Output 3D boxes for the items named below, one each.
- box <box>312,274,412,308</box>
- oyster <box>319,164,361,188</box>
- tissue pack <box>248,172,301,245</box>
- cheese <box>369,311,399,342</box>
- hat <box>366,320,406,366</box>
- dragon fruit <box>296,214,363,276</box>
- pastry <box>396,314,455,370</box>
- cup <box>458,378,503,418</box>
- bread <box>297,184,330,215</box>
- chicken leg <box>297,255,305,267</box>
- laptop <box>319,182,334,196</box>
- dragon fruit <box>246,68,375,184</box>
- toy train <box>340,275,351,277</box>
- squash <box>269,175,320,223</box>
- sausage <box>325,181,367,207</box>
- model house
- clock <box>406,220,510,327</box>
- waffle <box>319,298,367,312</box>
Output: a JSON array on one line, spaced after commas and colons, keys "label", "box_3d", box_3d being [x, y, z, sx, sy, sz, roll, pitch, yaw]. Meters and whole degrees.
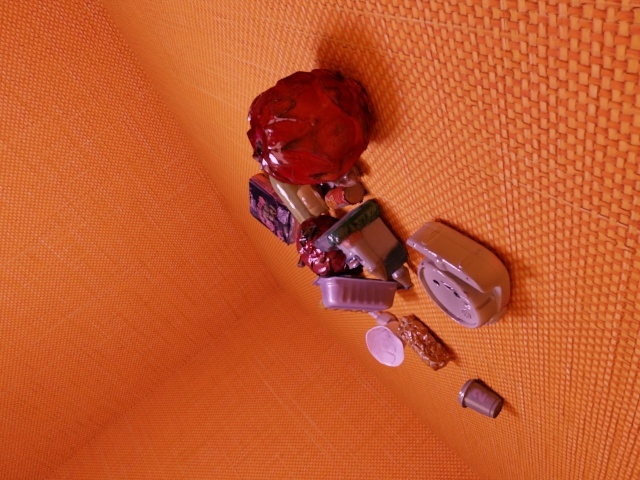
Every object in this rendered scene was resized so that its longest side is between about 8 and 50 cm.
[{"label": "box", "box_3d": [0.143, 0.206, 1.812, 0.264, 0.337, 0.106, 123, 150, -75]}, {"label": "oyster", "box_3d": [-0.020, -0.274, 1.423, 0.337, 0.133, 0.198, 45, -164, 3]}, {"label": "tissue pack", "box_3d": [-0.215, -0.158, 2.326, 0.332, 0.123, 0.245, 39, 140, 32]}, {"label": "cheese", "box_3d": [0.309, 0.399, 2.253, 0.163, 0.071, 0.249, 57, 164, -18]}, {"label": "hat", "box_3d": [0.306, 0.428, 2.075, 0.203, 0.126, 0.203, 18, 123, 31]}, {"label": "dragon fruit", "box_3d": [0.038, 0.036, 1.838, 0.299, 0.244, 0.244, 40, 167, -7]}, {"label": "pastry", "box_3d": [0.410, 0.409, 1.903, 0.250, 0.102, 0.154, 44, 167, 32]}, {"label": "cup", "box_3d": [0.596, 0.593, 1.784, 0.141, 0.120, 0.120, 27, 154, 40]}, {"label": "bread", "box_3d": [-0.019, -0.150, 1.768, 0.125, 0.086, 0.156, 55, -177, 3]}, {"label": "chicken leg", "box_3d": [-0.064, 0.033, 2.324, 0.080, 0.196, 0.125, 13, 162, -14]}, {"label": "laptop", "box_3d": [-0.011, -0.261, 1.700, 0.187, 0.015, 0.269, 50, 166, 5]}, {"label": "dragon fruit", "box_3d": [-0.028, -0.281, 1.201, 0.295, 0.302, 0.295, 48, 147, 45]}, {"label": "toy train", "box_3d": [0.064, 0.159, 2.243, 0.202, 0.131, 0.299, 60, 173, 21]}, {"label": "squash", "box_3d": [-0.078, -0.154, 1.957, 0.370, 0.118, 0.118, 55, 166, -8]}, {"label": "sausage", "box_3d": [0.073, -0.147, 1.619, 0.083, 0.083, 0.264, 53, 167, -9]}, {"label": "model house", "box_3d": [0.171, 0.057, 1.600, 0.325, 0.194, 0.267, 48, 166, -4]}, {"label": "clock", "box_3d": [0.371, 0.117, 1.277, 0.265, 0.109, 0.324, 36, 160, 44]}, {"label": "waffle", "box_3d": [0.137, 0.278, 2.188, 0.221, 0.248, 0.055, 128, 147, -65]}]
